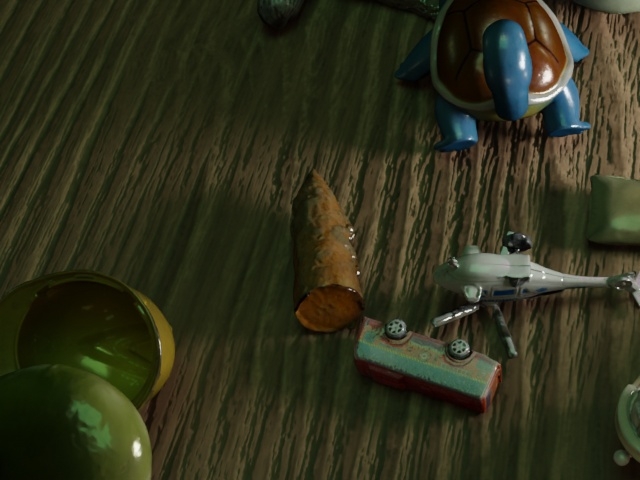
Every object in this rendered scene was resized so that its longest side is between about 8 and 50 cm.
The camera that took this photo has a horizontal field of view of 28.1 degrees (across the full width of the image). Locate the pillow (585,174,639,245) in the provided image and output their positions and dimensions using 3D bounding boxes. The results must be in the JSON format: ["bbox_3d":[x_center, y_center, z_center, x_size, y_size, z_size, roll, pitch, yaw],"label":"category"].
[{"bbox_3d":[0.469,-0.039,1.743,0.208,0.053,0.119,1,50,13],"label":"pillow"}]

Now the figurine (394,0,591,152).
[{"bbox_3d":[0.251,-0.262,1.875,0.298,0.243,0.416,-13,30,9],"label":"figurine"}]

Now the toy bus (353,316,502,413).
[{"bbox_3d":[0.133,0.157,1.627,0.192,0.065,0.077,16,63,20],"label":"toy bus"}]

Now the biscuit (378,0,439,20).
[{"bbox_3d":[0.157,-0.429,2.107,0.290,0.038,0.141,19,56,19],"label":"biscuit"}]

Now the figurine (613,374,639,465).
[{"bbox_3d":[0.454,0.203,1.495,0.237,0.141,0.162,-14,46,-3],"label":"figurine"}]

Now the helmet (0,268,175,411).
[{"bbox_3d":[-0.283,0.141,1.650,0.257,0.140,0.205,3,88,26],"label":"helmet"}]

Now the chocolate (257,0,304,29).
[{"bbox_3d":[-0.051,-0.413,2.102,0.072,0.072,0.167,19,56,21],"label":"chocolate"}]

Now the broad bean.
[{"bbox_3d":[-0.334,0.267,1.537,0.291,0.119,0.238,-1,83,22],"label":"broad bean"}]

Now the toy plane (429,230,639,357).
[{"bbox_3d":[0.286,0.059,1.659,0.273,0.107,0.182,15,60,14],"label":"toy plane"}]

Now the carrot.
[{"bbox_3d":[0.000,0.000,1.753,0.102,0.102,0.263,-9,50,1],"label":"carrot"}]

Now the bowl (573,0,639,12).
[{"bbox_3d":[0.478,-0.475,2.019,0.307,0.163,0.307,-4,52,5],"label":"bowl"}]
